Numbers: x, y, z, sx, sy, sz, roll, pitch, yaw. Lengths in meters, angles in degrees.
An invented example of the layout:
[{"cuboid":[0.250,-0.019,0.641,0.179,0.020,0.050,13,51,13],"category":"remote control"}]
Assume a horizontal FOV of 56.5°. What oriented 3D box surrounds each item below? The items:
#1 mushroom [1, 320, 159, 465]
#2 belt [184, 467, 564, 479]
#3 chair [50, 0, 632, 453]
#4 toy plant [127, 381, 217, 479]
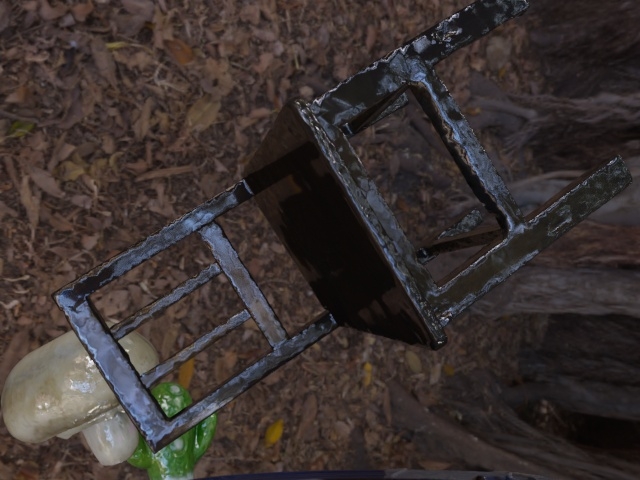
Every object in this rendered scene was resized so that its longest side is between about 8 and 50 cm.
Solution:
[{"cuboid":[-0.388,0.267,1.003,0.254,0.260,0.234,-23,86,-31],"category":"mushroom"},{"cuboid":[0.038,0.260,0.498,0.212,0.347,0.117,99,-10,-73],"category":"belt"},{"cuboid":[0.000,0.000,0.502,0.416,0.240,0.203,-34,96,-19],"category":"chair"},{"cuboid":[-0.300,0.449,1.218,0.224,0.184,0.316,-2,77,-39],"category":"toy plant"}]
